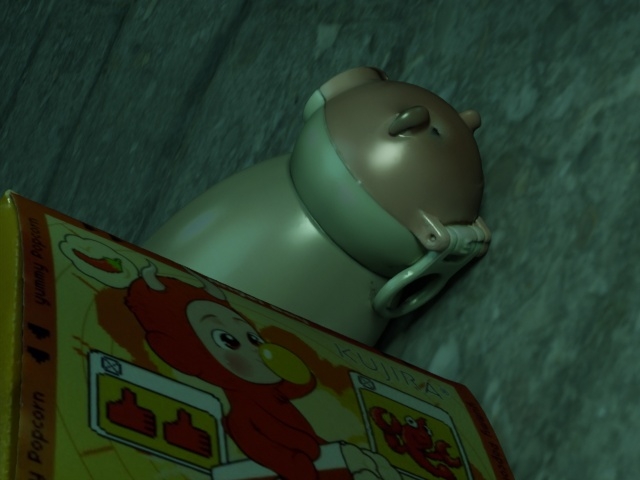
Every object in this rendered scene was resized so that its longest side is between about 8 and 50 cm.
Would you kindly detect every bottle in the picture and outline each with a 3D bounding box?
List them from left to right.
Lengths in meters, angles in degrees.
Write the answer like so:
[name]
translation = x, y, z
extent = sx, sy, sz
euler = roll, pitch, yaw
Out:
[bottle]
translation = 0.000, 0.000, 0.910
extent = 0.236, 0.147, 0.147
euler = -43, 32, 23

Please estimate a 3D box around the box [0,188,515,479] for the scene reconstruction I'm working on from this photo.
[box]
translation = -0.065, 0.164, 0.714
extent = 0.214, 0.284, 0.259
euler = -53, 28, 25
